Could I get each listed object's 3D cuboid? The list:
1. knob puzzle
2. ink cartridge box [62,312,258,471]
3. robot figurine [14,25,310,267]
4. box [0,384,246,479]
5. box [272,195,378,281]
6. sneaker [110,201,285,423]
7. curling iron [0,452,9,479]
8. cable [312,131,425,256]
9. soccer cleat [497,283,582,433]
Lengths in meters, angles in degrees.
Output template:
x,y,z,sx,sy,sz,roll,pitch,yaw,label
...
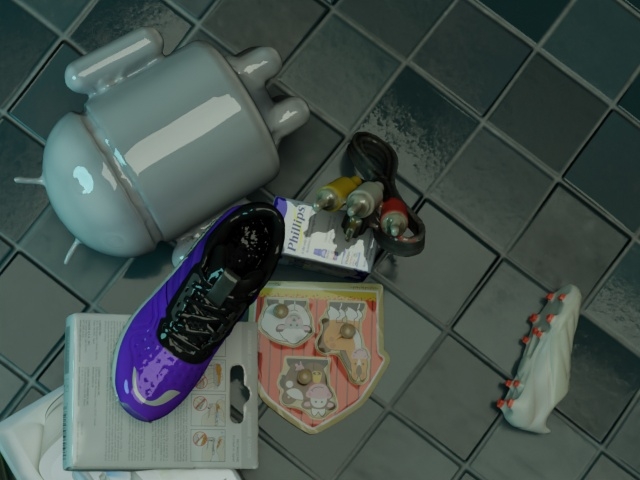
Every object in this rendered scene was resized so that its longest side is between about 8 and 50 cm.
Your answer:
x,y,z,sx,sy,sz,roll,pitch,yaw,label
-0.007,0.148,1.918,0.213,0.030,0.213,1,82,-4,knob puzzle
-0.187,0.180,1.775,0.225,0.056,0.180,4,79,-22,ink cartridge box
-0.190,-0.110,1.859,0.353,0.200,0.300,-30,99,-8,robot figurine
-0.230,0.282,1.836,0.231,0.127,0.262,-30,83,-6,box
0.000,0.000,1.893,0.137,0.126,0.072,13,83,-1,box
-0.133,0.068,1.710,0.102,0.146,0.293,35,70,-11,sneaker
-0.368,0.360,1.857,0.068,0.035,0.274,-18,84,-4,curling iron
0.079,-0.068,1.839,0.140,0.287,0.072,21,120,2,cable
0.293,0.151,1.925,0.076,0.068,0.196,27,81,-15,soccer cleat
